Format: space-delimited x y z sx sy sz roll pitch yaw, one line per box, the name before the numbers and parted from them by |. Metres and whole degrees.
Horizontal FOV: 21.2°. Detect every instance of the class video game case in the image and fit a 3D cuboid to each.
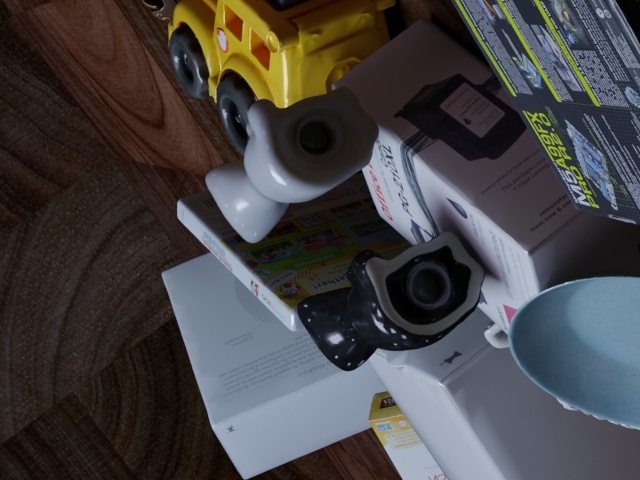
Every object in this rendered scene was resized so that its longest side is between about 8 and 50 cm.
video game case | 0.019 -0.008 1.526 0.206 0.227 0.026 42 139 45

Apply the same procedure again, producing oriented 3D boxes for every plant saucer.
plant saucer | 0.228 0.067 1.175 0.195 0.037 0.195 12 146 8

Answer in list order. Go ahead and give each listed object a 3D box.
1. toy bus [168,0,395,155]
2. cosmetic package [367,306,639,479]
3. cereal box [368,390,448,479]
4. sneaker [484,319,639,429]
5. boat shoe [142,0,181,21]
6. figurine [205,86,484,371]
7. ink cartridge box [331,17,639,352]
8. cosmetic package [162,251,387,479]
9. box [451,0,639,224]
toy bus | -0.036 -0.197 1.403 0.220 0.149 0.211 47 155 40
cosmetic package | 0.212 0.205 1.542 0.365 0.155 0.197 58 168 -19
cereal box | 0.176 0.240 1.794 0.240 0.173 0.047 60 -153 -31
sneaker | 0.230 0.105 1.322 0.235 0.095 0.090 40 161 44
boat shoe | -0.171 -0.276 1.884 0.064 0.060 0.178 49 168 23
figurine | 0.000 0.000 1.306 0.215 0.092 0.209 54 155 0
ink cartridge box | 0.129 -0.033 1.288 0.237 0.100 0.172 44 165 38
cosmetic package | -0.031 0.112 1.930 0.138 0.224 0.225 67 -179 -51
box | 0.155 -0.129 0.996 0.270 0.060 0.216 57 169 -16
